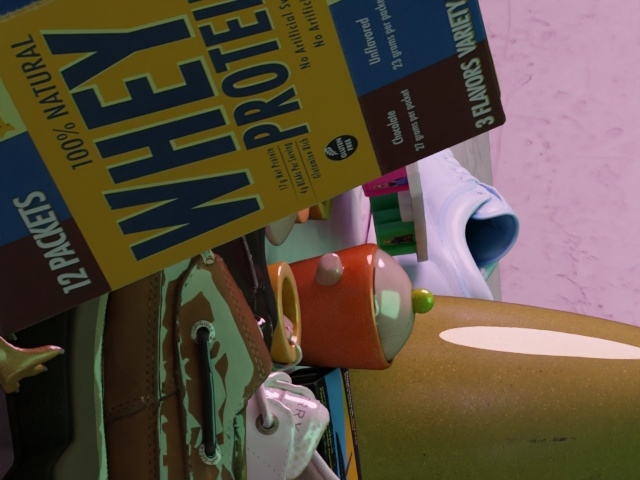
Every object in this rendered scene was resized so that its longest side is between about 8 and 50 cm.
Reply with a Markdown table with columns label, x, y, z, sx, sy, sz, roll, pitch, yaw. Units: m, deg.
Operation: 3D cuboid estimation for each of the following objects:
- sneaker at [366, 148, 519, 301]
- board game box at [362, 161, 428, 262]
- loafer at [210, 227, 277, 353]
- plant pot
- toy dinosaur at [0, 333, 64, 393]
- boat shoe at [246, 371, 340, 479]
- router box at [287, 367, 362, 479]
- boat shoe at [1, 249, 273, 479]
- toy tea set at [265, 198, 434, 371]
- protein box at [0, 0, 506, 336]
| label | x | y | z | sx | sy | sz | roll | pitch | yaw |
| --- | --- | --- | --- | --- | --- | --- | --- | --- | --- |
| sneaker | 0.134 | -0.021 | 1.890 | 0.366 | 0.150 | 0.135 | -84 | 164 | -47 |
| board game box | 0.040 | -0.195 | 1.594 | 0.390 | 0.050 | 0.390 | 68 | 14 | -80 |
| loafer | -0.066 | 0.027 | 1.053 | 0.220 | 0.080 | 0.078 | 68 | 19 | -54 |
| plant pot | 0.173 | 0.167 | 1.616 | 0.275 | 0.294 | 0.274 | -6 | 90 | -78 |
| toy dinosaur | -0.163 | 0.017 | 0.688 | 0.112 | 0.064 | 0.211 | 53 | 11 | 13 |
| boat shoe | -0.036 | 0.103 | 0.910 | 0.277 | 0.096 | 0.098 | 53 | 23 | -13 |
| router box | 0.000 | 0.188 | 1.377 | 0.133 | 0.046 | 0.178 | -15 | 99 | -79 |
| boat shoe | -0.081 | 0.049 | 0.819 | 0.111 | 0.104 | 0.307 | -8 | -102 | 61 |
| toy tea set | 0.000 | 0.000 | 1.282 | 0.336 | 0.124 | 0.200 | -2 | 85 | -79 |
| protein box | -0.069 | -0.110 | 0.676 | 0.136 | 0.201 | 0.199 | 69 | -3 | -48 |
